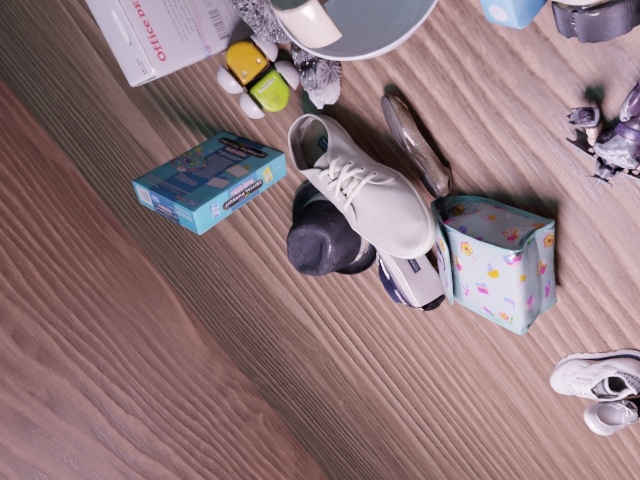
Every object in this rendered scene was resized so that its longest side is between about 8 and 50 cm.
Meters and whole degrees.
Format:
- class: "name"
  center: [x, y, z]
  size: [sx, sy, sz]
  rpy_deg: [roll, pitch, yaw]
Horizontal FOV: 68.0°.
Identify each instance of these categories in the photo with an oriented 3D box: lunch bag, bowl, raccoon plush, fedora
- class: "lunch bag"
  center: [0.339, 0.037, 0.997]
  size: [0.262, 0.160, 0.223]
  rpy_deg: [27, 144, 48]
- class: "bowl"
  center: [0.073, -0.437, 0.810]
  size: [0.298, 0.134, 0.297]
  rpy_deg: [1, 92, 18]
- class: "raccoon plush"
  center: [-0.150, -0.491, 0.998]
  size: [0.299, 0.216, 0.446]
  rpy_deg: [25, 139, 39]
- class: "fedora"
  center: [0.000, 0.000, 1.322]
  size: [0.334, 0.152, 0.334]
  rpy_deg: [28, 139, 27]

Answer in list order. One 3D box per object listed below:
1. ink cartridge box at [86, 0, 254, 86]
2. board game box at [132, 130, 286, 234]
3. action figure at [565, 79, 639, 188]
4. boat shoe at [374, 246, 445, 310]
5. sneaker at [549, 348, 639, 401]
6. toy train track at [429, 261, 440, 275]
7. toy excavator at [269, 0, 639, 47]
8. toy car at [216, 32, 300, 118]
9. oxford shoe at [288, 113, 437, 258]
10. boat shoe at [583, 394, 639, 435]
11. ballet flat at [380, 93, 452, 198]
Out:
- class: "ink cartridge box"
  center: [-0.332, -0.513, 1.071]
  size: [0.131, 0.306, 0.226]
  rpy_deg: [1, 123, 46]
- class: "board game box"
  center: [-0.300, -0.174, 1.322]
  size: [0.254, 0.336, 0.079]
  rpy_deg: [25, 138, 30]
- class: "action figure"
  center: [0.475, -0.183, 0.701]
  size: [0.185, 0.099, 0.285]
  rpy_deg: [29, 143, 18]
- class: "boat shoe"
  center: [0.174, 0.021, 1.192]
  size: [0.340, 0.127, 0.158]
  rpy_deg: [65, 159, -4]
- class: "sneaker"
  center: [0.588, 0.303, 1.027]
  size: [0.090, 0.095, 0.235]
  rpy_deg: [45, 146, 3]
- class: "toy train track"
  center: [0.278, 0.081, 1.220]
  size: [0.048, 0.014, 0.083]
  rpy_deg: [50, 145, -1]
- class: "toy excavator"
  center: [0.186, -0.401, 0.602]
  size: [0.445, 0.433, 0.222]
  rpy_deg: [41, -175, 40]
- class: "toy car"
  center: [-0.150, -0.395, 1.143]
  size: [0.182, 0.159, 0.136]
  rpy_deg: [47, -174, -20]
- class: "oxford shoe"
  center: [0.070, -0.127, 1.045]
  size: [0.169, 0.130, 0.449]
  rpy_deg: [-51, 62, 23]
- class: "boat shoe"
  center: [0.625, 0.354, 0.979]
  size: [0.063, 0.184, 0.066]
  rpy_deg: [116, 149, -41]
- class: "ballet flat"
  center: [0.208, -0.204, 1.005]
  size: [0.249, 0.058, 0.084]
  rpy_deg: [58, 179, -3]
